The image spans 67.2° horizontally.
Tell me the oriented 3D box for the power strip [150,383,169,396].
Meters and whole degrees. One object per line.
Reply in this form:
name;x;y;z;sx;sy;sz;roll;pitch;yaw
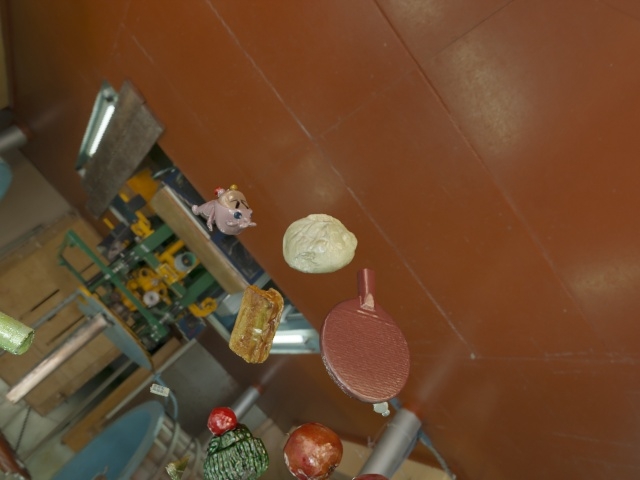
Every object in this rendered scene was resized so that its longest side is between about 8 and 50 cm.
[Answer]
power strip;-0.752;0.703;2.258;0.090;0.040;0.016;24;120;-18

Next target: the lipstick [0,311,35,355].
lipstick;-0.874;0.188;1.219;0.304;0.076;0.076;32;149;-5

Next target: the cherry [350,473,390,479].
cherry;0.131;0.818;1.412;0.239;0.239;0.206;24;169;30

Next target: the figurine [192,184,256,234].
figurine;-0.390;-0.135;1.938;0.287;0.176;0.186;29;114;43

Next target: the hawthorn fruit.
hawthorn fruit;-0.035;0.653;1.505;0.200;0.179;0.179;29;147;38

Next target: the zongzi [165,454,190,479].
zongzi;-0.566;0.890;1.931;0.052;0.113;0.104;15;136;19

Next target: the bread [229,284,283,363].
bread;-0.277;0.371;2.146;0.195;0.148;0.344;27;104;31

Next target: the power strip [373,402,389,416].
power strip;0.229;0.623;1.804;0.083;0.055;0.035;54;-173;-22

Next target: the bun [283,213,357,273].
bun;0.000;0.000;1.383;0.220;0.220;0.134;18;123;35

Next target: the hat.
hat;-0.386;0.874;2.044;0.242;0.274;0.332;100;146;-63

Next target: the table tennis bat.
table tennis bat;0.126;0.247;1.326;0.268;0.415;0.051;18;135;-15
